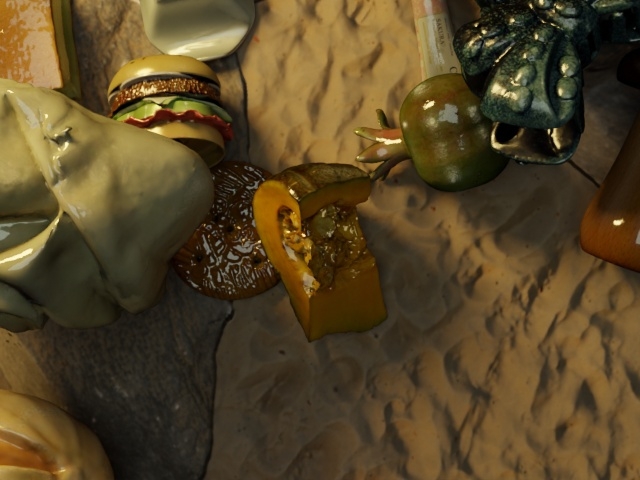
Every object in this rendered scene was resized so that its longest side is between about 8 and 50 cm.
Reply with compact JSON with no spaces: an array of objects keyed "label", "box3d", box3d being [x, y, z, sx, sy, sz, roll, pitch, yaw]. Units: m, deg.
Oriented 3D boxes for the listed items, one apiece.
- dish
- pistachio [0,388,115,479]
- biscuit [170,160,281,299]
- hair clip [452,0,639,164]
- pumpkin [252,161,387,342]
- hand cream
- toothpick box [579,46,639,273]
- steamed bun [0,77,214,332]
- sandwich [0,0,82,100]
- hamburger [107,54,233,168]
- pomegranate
[{"label":"dish","box3d":[-0.173,-0.352,1.500,0.154,0.064,0.234,-11,91,4]},{"label":"pistachio","box3d":[-0.411,0.307,1.457,0.308,0.230,0.230,7,91,9]},{"label":"biscuit","box3d":[-0.119,-0.012,1.517,0.187,0.027,0.188,0,90,4]},{"label":"hair clip","box3d":[0.273,-0.249,1.314,0.206,0.194,0.310,37,79,30]},{"label":"pumpkin","box3d":[-0.002,0.003,1.461,0.131,0.126,0.248,-24,126,-30]},{"label":"hand cream","box3d":[0.150,-0.259,1.490,0.067,0.043,0.210,-12,96,5]},{"label":"toothpick box","box3d":[0.430,-0.106,1.402,0.192,0.192,0.294,19,98,4]},{"label":"steamed bun","box3d":[-0.342,-0.014,1.351,0.367,0.342,0.255,26,64,-18]},{"label":"sandwich","box3d":[-0.438,-0.239,1.498,0.220,0.108,0.186,-7,89,2]},{"label":"hamburger","box3d":[-0.196,-0.166,1.459,0.175,0.175,0.137,-8,77,4]},{"label":"pomegranate","box3d":[0.144,-0.129,1.452,0.191,0.131,0.152,-17,106,27]}]
